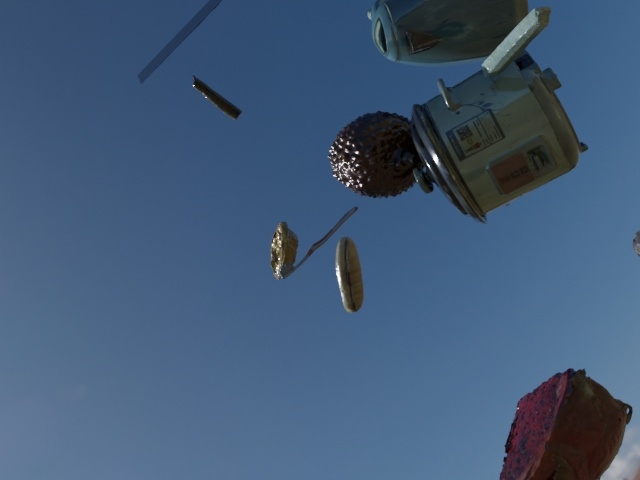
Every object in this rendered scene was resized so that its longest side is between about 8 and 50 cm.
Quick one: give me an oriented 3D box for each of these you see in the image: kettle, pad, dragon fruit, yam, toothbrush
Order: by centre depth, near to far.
[{"bbox_3d":[0.284,0.247,0.723,0.161,0.120,0.127,-58,-3,-33],"label":"dragon fruit"},{"bbox_3d":[-0.199,-0.352,1.027,0.265,0.159,0.009,-46,-65,2],"label":"pad"},{"bbox_3d":[0.000,0.000,1.089,0.193,0.013,0.019,-42,-70,-24],"label":"toothbrush"},{"bbox_3d":[-0.232,-0.312,1.396,0.129,0.033,0.027,36,-104,-12],"label":"yam"},{"bbox_3d":[0.283,-0.557,1.567,0.342,0.319,0.247,-15,-51,-1],"label":"kettle"}]

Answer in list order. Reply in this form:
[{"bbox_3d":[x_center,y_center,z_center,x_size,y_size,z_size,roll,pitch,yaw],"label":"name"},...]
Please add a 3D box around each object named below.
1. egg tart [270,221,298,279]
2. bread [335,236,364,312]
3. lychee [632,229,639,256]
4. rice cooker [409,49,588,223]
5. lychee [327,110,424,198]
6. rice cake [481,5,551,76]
[{"bbox_3d":[-0.076,0.024,1.381,0.049,0.129,0.129,6,-61,-14],"label":"egg tart"},{"bbox_3d":[0.082,0.097,1.737,0.073,0.053,0.214,-13,-77,-25],"label":"bread"},{"bbox_3d":[0.742,0.008,1.436,0.067,0.068,0.083,3,-46,-6],"label":"lychee"},{"bbox_3d":[0.308,-0.183,1.178,0.316,0.264,0.317,-4,-48,-5],"label":"rice cooker"},{"bbox_3d":[0.124,-0.178,1.328,0.200,0.238,0.200,-4,-81,-27],"label":"lychee"},{"bbox_3d":[0.304,-0.307,0.997,0.033,0.029,0.171,-9,-14,-16],"label":"rice cake"}]
